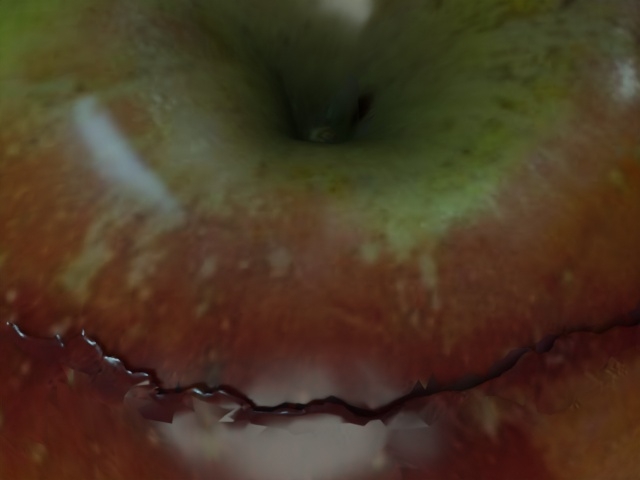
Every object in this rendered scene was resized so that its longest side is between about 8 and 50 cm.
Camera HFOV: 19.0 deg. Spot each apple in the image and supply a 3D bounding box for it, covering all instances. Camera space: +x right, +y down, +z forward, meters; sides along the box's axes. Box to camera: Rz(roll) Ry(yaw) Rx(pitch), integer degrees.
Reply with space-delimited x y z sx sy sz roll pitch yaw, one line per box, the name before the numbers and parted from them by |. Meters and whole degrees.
apple | 0.000 0.000 0.556 0.272 0.251 0.206 -14 147 -11
